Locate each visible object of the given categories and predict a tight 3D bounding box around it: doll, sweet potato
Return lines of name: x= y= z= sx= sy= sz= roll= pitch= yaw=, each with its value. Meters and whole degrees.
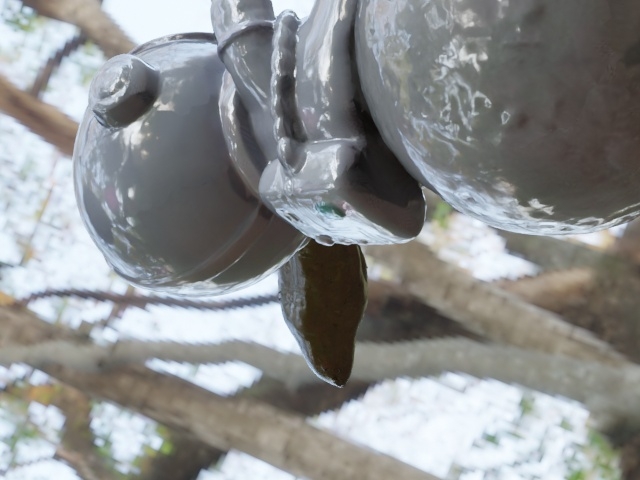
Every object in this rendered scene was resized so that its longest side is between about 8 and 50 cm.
doll: x=0.018 y=-0.050 z=0.688 sx=0.151 sy=0.287 sz=0.151 roll=28 pitch=-126 yaw=-45
sweet potato: x=-0.001 y=-0.001 z=1.046 sx=0.054 sy=0.053 sz=0.182 roll=-32 pitch=-47 yaw=-30
